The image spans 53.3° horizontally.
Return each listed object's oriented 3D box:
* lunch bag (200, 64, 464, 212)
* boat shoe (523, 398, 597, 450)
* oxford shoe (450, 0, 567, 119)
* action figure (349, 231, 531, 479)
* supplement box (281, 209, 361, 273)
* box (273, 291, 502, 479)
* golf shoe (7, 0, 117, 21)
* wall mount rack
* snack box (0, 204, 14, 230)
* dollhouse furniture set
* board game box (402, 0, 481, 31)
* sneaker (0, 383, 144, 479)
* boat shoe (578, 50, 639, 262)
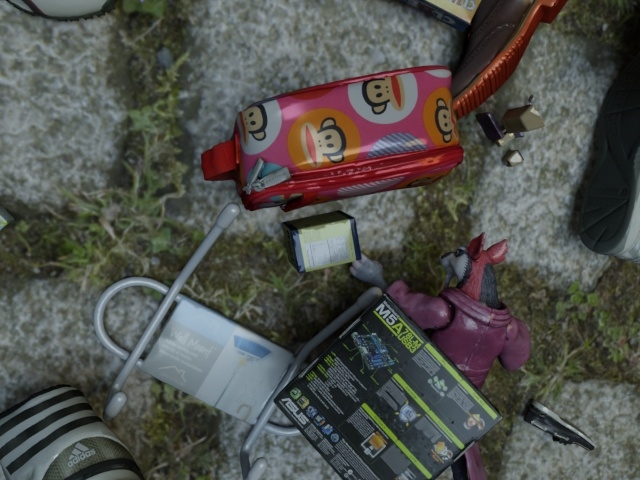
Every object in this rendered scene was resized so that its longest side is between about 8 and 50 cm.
[{"bbox_3d":[-0.003,-0.099,0.705,0.257,0.293,0.120,-11,92,-7],"label":"lunch bag"},{"bbox_3d":[0.366,0.291,0.976,0.125,0.046,0.038,34,92,-12],"label":"boat shoe"},{"bbox_3d":[0.229,-0.277,0.842,0.098,0.097,0.271,40,94,14],"label":"oxford shoe"},{"bbox_3d":[0.148,0.164,0.807,0.247,0.276,0.371,13,111,-7],"label":"action figure"},{"bbox_3d":[0.000,0.000,0.830,0.083,0.083,0.056,-12,101,-10],"label":"supplement box"},{"bbox_3d":[0.074,0.189,0.732,0.184,0.045,0.191,-45,82,3],"label":"box"},{"bbox_3d":[-0.352,-0.321,0.686,0.272,0.120,0.105,19,94,-15],"label":"golf shoe"},{"bbox_3d":[-0.102,0.128,0.808,0.349,0.130,0.304,31,92,-16],"label":"wall mount rack"},{"bbox_3d":[-0.455,-0.043,0.753,0.100,0.037,0.141,-40,105,-2],"label":"snack box"},{"bbox_3d":[0.285,-0.156,0.849,0.081,0.114,0.091,-36,102,-8],"label":"dollhouse furniture set"},{"bbox_3d":[0.109,-0.389,0.783,0.243,0.042,0.165,27,93,-3],"label":"board game box"},{"bbox_3d":[-0.305,0.349,0.807,0.169,0.257,0.448,-14,135,-35],"label":"sneaker"},{"bbox_3d":[0.460,-0.128,0.890,0.103,0.118,0.321,14,92,-27],"label":"boat shoe"}]
